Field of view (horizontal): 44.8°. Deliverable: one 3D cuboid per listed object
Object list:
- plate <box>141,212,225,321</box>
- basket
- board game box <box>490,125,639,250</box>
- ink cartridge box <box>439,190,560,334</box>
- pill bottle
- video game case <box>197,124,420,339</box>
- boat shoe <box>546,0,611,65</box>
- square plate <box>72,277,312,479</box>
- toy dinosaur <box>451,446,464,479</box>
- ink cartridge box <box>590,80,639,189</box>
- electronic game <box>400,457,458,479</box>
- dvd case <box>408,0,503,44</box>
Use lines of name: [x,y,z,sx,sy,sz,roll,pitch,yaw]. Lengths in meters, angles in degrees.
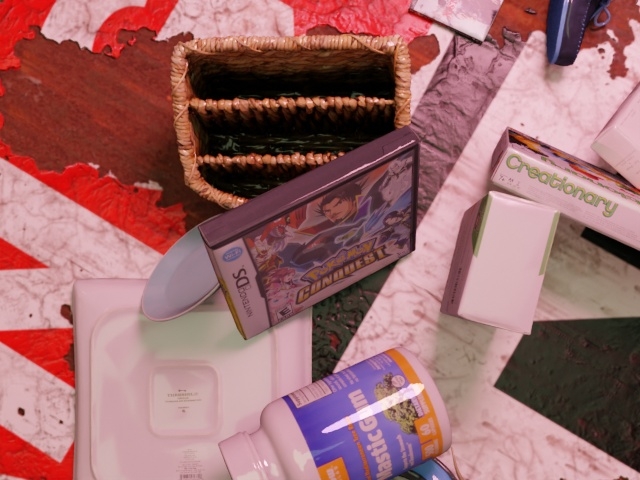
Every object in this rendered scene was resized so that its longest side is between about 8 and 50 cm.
plate: [-0.165,0.039,1.054,0.188,0.188,0.024,-41,121,0]
basket: [-0.034,-0.134,1.021,0.299,0.223,0.213,1,86,3]
board game box: [0.369,-0.052,1.004,0.305,0.193,0.053,25,110,5]
ink cartridge box: [0.222,0.032,0.998,0.093,0.212,0.154,15,87,2]
pill bottle: [0.016,0.255,0.993,0.272,0.152,0.152,-22,85,-14]
video game case: [0.000,0.000,0.975,0.275,0.248,0.035,-27,59,-11]
boat shoe: [0.377,-0.365,1.074,0.089,0.109,0.258,13,89,1]
square plate: [-0.183,0.221,1.088,0.347,0.049,0.343,-2,85,3]
toy dinosaur: [0.222,0.363,1.021,0.053,0.092,0.183,-43,104,5]
ink cartridge box: [0.488,-0.109,1.031,0.225,0.056,0.181,44,55,3]
electronic game: [0.088,0.380,1.029,0.229,0.048,0.229,-2,64,4]
dvd case: [0.200,-0.348,1.127,0.119,0.013,0.087,27,88,6]
